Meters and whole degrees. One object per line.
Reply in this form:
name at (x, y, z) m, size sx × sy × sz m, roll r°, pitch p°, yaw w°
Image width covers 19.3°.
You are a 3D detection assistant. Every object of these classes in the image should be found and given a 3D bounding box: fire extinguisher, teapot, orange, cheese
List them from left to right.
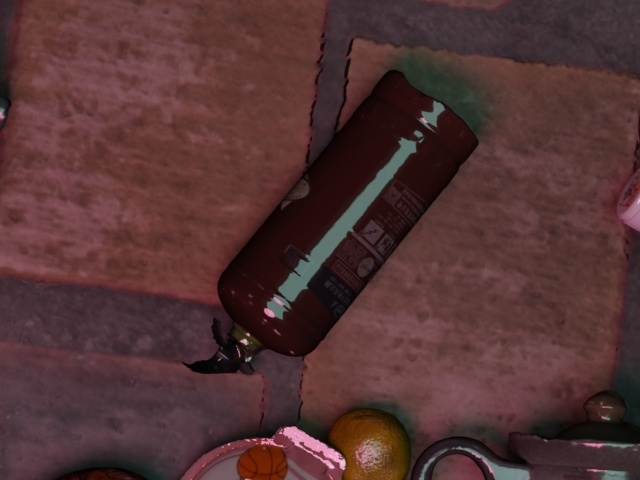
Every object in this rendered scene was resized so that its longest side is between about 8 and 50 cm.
cheese at (-0.073, 0.306, 1.767) m, size 0.189 × 0.074 × 0.286 m, roll 33°, pitch 97°, yaw 5°
fire extinguisher at (0.000, 0.000, 1.751) m, size 0.114 × 0.135 × 0.337 m, roll 36°, pitch 84°, yaw 26°
orange at (0.046, 0.206, 1.787) m, size 0.085 × 0.085 × 0.095 m, roll -9°, pitch 112°, yaw -11°
teapot at (0.228, 0.282, 1.790) m, size 0.305 × 0.223 × 0.285 m, roll 2°, pitch 82°, yaw 27°

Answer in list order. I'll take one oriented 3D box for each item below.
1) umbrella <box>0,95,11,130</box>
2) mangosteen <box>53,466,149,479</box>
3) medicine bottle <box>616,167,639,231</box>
umbrella at (-0.432, -0.200, 1.682) m, size 0.143 × 0.094 × 0.349 m, roll -41°, pitch 96°, yaw -12°
mangosteen at (-0.204, 0.299, 1.713) m, size 0.145 × 0.156 × 0.181 m, roll -1°, pitch 108°, yaw -40°
medicine bottle at (0.394, 0.003, 1.835) m, size 0.219 × 0.115 × 0.078 m, roll 28°, pitch 87°, yaw -10°
